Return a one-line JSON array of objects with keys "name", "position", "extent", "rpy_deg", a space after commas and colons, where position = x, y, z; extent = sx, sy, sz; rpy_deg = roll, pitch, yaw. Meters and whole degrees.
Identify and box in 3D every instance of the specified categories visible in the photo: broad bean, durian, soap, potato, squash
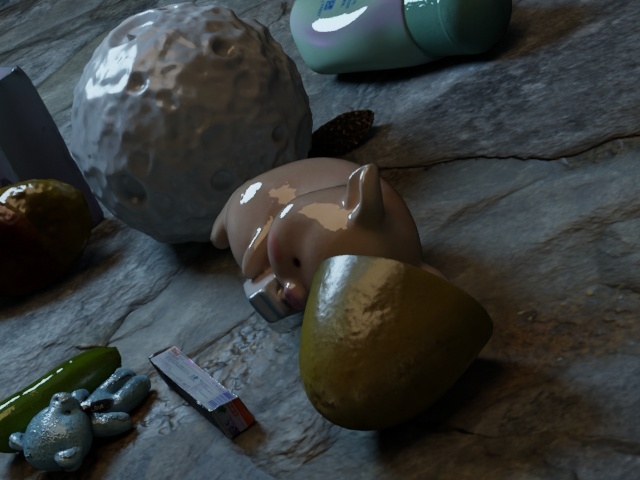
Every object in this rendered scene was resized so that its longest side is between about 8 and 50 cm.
[{"name": "broad bean", "position": [-0.437, 0.000, 2.246], "extent": [0.229, 0.156, 0.122], "rpy_deg": [-25, -1, 17]}, {"name": "durian", "position": [0.017, -0.155, 2.215], "extent": [0.130, 0.052, 0.066], "rpy_deg": [-28, 27, 14]}, {"name": "soap", "position": [-0.502, -0.134, 2.405], "extent": [0.296, 0.285, 0.107], "rpy_deg": [5, 38, 49]}, {"name": "potato", "position": [0.052, 0.120, 1.580], "extent": [0.204, 0.178, 0.158], "rpy_deg": [18, 63, 24]}, {"name": "squash", "position": [-0.326, 0.192, 1.895], "extent": [0.201, 0.066, 0.066], "rpy_deg": [-35, 26, -29]}]

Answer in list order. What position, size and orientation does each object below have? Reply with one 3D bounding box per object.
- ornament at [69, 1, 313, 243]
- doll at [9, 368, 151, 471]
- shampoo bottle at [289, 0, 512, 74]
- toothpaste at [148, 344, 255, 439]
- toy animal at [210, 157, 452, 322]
[{"name": "ornament", "position": [-0.185, -0.168, 2.137], "extent": [0.337, 0.337, 0.337], "rpy_deg": [-22, 27, 11]}, {"name": "doll", "position": [-0.278, 0.199, 1.820], "extent": [0.120, 0.075, 0.180], "rpy_deg": [8, 43, 44]}, {"name": "shampoo bottle", "position": [0.131, -0.343, 2.341], "extent": [0.350, 0.151, 0.222], "rpy_deg": [-1, 31, 43]}, {"name": "toothpaste", "position": [-0.139, 0.169, 1.777], "extent": [0.040, 0.047, 0.196], "rpy_deg": [-38, 28, -14]}, {"name": "toy animal", "position": [0.000, 0.002, 1.793], "extent": [0.213, 0.195, 0.256], "rpy_deg": [-36, 29, 0]}]
